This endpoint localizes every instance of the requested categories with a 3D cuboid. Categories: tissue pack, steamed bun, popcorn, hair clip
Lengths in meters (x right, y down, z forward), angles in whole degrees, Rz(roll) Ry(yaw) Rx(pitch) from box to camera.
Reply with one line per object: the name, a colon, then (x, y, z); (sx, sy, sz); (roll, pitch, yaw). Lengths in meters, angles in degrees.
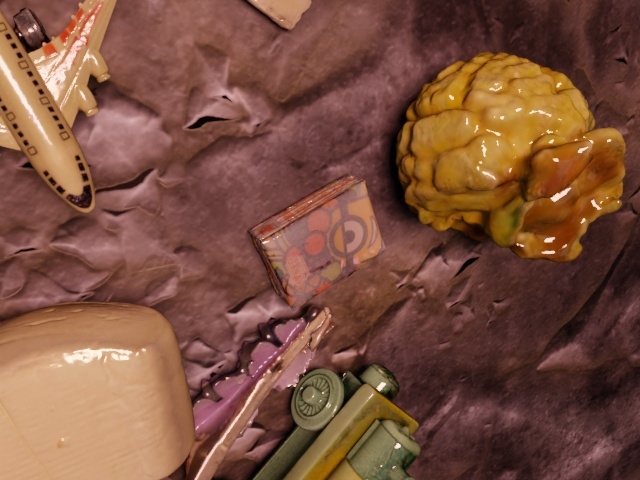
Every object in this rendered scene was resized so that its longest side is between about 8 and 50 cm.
tissue pack: (0.000, 0.000, 0.705); (0.148, 0.060, 0.109); (-31, 121, -16)
steamed bun: (-0.257, 0.157, 0.568); (0.250, 0.155, 0.200); (-17, 115, -15)
popcorn: (0.222, -0.097, 0.691); (0.257, 0.270, 0.224); (25, 94, 10)
hair clip: (-0.090, 0.191, 0.728); (0.292, 0.084, 0.106); (-49, 120, -10)

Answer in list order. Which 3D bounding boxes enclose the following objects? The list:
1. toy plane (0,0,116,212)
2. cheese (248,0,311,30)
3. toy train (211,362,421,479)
toy plane: (-0.257, -0.132, 0.485); (0.229, 0.092, 0.244); (-31, 123, -18)
cheese: (0.039, -0.405, 0.574); (0.085, 0.034, 0.400); (28, 95, -35)
toy train: (-0.007, 0.327, 0.730); (0.369, 0.237, 0.150); (-50, 123, -3)
